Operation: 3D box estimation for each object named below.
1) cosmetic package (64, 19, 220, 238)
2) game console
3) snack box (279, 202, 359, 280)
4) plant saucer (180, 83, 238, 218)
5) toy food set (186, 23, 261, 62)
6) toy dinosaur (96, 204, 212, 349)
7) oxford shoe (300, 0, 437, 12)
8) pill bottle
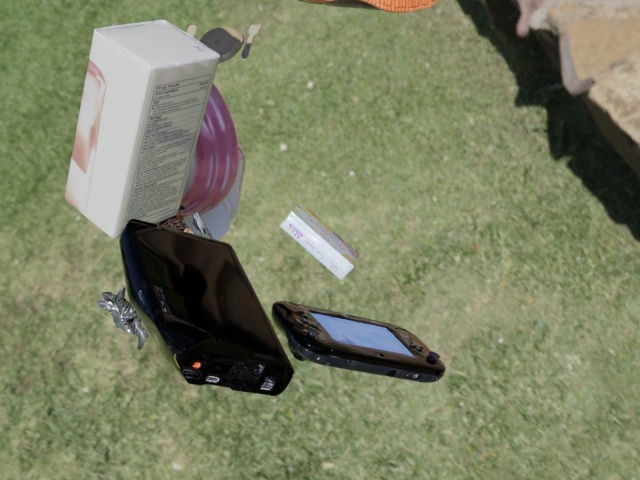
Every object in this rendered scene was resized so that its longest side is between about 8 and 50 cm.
[{"bbox_3d":[-0.278,-0.170,1.293,0.129,0.153,0.296,36,124,22],"label":"cosmetic package"},{"bbox_3d":[-0.029,0.083,0.879,0.044,0.361,0.213,-60,36,21],"label":"game console"},{"bbox_3d":[0.000,0.000,1.451,0.037,0.141,0.100,-48,2,15],"label":"snack box"},{"bbox_3d":[-0.309,-0.190,1.588,0.332,0.332,0.084,-4,20,34],"label":"plant saucer"},{"bbox_3d":[-0.241,-0.466,2.026,0.192,0.038,0.132,4,58,19],"label":"toy food set"},{"bbox_3d":[-0.254,0.074,1.460,0.218,0.164,0.322,-40,44,24],"label":"toy dinosaur"},{"bbox_3d":[0.088,-0.570,1.857,0.132,0.363,0.130,-155,68,-68],"label":"oxford shoe"},{"bbox_3d":[-0.266,-0.124,1.993,0.160,0.160,0.283,-27,29,18],"label":"pill bottle"}]
